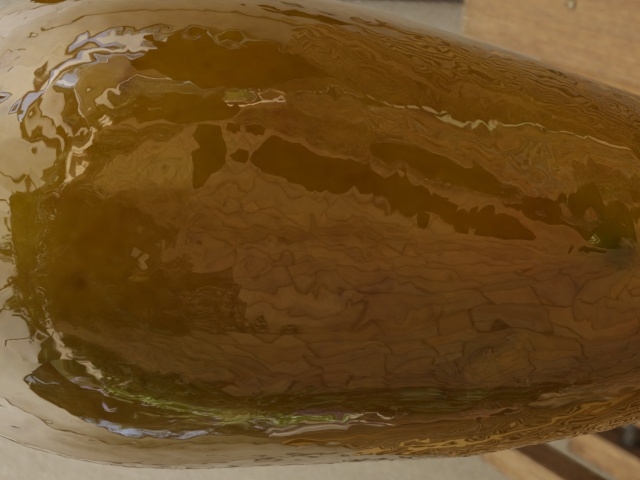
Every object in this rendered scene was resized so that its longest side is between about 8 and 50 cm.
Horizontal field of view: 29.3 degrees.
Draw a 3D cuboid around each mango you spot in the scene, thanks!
[{"bbox_3d":[0.000,0.000,0.601,0.300,0.446,0.232,69,-155,-76],"label":"mango"}]
